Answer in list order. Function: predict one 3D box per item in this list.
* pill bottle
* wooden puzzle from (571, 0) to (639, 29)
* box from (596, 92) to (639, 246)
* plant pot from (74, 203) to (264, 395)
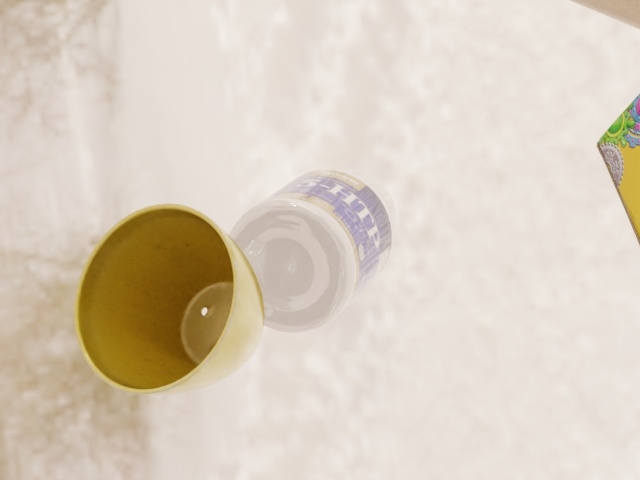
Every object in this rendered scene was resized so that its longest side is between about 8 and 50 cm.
[{"bbox_3d":[0.000,0.000,1.537,0.186,0.112,0.112,-41,-51,-67],"label":"pill bottle"},{"bbox_3d":[0.163,-0.293,1.040,0.322,0.080,0.348,28,123,28],"label":"wooden puzzle"},{"bbox_3d":[0.355,-0.055,0.939,0.279,0.290,0.177,-53,41,39],"label":"box"},{"bbox_3d":[-0.092,0.051,1.292,0.095,0.134,0.134,28,-135,-57],"label":"plant pot"}]
